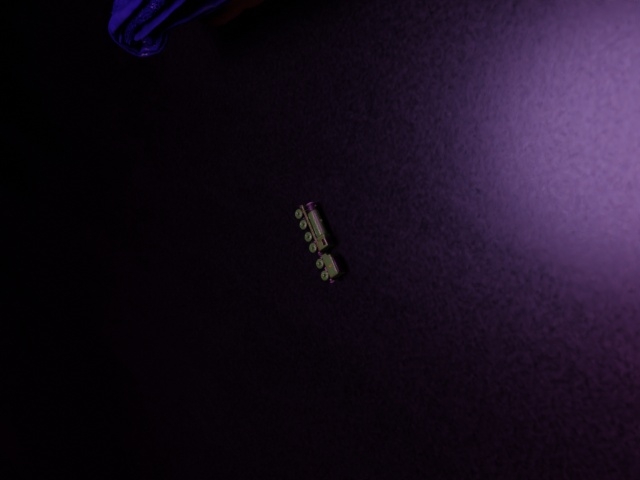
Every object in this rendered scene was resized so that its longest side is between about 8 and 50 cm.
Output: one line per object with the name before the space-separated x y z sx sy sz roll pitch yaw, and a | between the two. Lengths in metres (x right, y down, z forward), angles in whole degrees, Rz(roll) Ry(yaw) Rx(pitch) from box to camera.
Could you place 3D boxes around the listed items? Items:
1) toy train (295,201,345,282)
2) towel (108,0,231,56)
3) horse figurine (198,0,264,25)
toy train | 0.000 0.000 0.629 0.024 0.017 0.083 -36 69 36
towel | -0.132 -0.343 0.600 0.228 0.076 0.308 -4 79 54
horse figurine | -0.068 -0.305 0.624 0.263 0.066 0.174 -58 48 34
